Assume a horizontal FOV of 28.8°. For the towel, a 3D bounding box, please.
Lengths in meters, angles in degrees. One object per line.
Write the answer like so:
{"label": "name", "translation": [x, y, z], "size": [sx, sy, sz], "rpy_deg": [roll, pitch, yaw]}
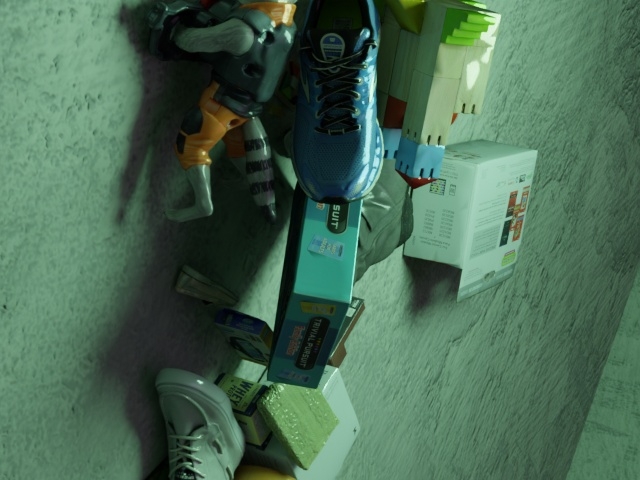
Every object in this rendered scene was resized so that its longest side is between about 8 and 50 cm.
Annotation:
{"label": "towel", "translation": [-0.033, 0.257, 1.843], "size": [0.110, 0.027, 0.148], "rpy_deg": [-52, 123, -34]}

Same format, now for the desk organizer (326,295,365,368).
{"label": "desk organizer", "translation": [0.031, 0.158, 2.122], "size": [0.130, 0.047, 0.050], "rpy_deg": [-58, 149, -32]}

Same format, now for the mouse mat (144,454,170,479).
{"label": "mouse mat", "translation": [-0.242, 0.402, 1.762], "size": [0.190, 0.007, 0.153], "rpy_deg": [-45, 139, -44]}

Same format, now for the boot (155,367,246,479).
{"label": "boot", "translation": [-0.173, 0.285, 1.730], "size": [0.258, 0.095, 0.123], "rpy_deg": [64, 35, -51]}

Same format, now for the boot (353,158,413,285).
{"label": "boot", "translation": [0.062, -0.073, 2.012], "size": [0.222, 0.118, 0.338], "rpy_deg": [-42, 134, -41]}

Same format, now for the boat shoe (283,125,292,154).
{"label": "boat shoe", "translation": [-0.024, -0.150, 1.896], "size": [0.046, 0.038, 0.125], "rpy_deg": [-39, 151, 17]}

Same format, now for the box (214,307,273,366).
{"label": "box", "translation": [-0.100, 0.145, 1.833], "size": [0.028, 0.081, 0.136], "rpy_deg": [-65, 149, -22]}

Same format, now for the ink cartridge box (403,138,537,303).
{"label": "ink cartridge box", "translation": [0.290, -0.045, 2.427], "size": [0.309, 0.130, 0.272], "rpy_deg": [-15, 116, -59]}

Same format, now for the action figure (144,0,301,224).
{"label": "action figure", "translation": [-0.081, -0.206, 1.630], "size": [0.341, 0.178, 0.330], "rpy_deg": [-21, 129, -57]}

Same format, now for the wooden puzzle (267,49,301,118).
{"label": "wooden puzzle", "translation": [-0.043, -0.233, 1.852], "size": [0.078, 0.014, 0.116], "rpy_deg": [30, 75, -62]}

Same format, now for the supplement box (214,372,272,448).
{"label": "supplement box", "translation": [-0.116, 0.252, 1.845], "size": [0.056, 0.083, 0.083], "rpy_deg": [-55, 146, -37]}

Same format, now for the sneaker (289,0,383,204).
{"label": "sneaker", "translation": [0.015, -0.205, 1.616], "size": [0.147, 0.129, 0.330], "rpy_deg": [65, 23, -70]}

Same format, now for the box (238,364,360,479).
{"label": "box", "translation": [-0.040, 0.306, 1.975], "size": [0.181, 0.119, 0.182], "rpy_deg": [-58, 147, -33]}

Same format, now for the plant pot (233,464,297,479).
{"label": "plant pot", "translation": [-0.101, 0.445, 1.849], "size": [0.205, 0.205, 0.188], "rpy_deg": [64, 36, -50]}

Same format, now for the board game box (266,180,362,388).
{"label": "board game box", "translation": [0.000, 0.000, 1.745], "size": [0.254, 0.079, 0.336], "rpy_deg": [108, -9, -57]}

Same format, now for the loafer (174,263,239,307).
{"label": "loafer", "translation": [-0.161, 0.071, 1.740], "size": [0.039, 0.045, 0.125], "rpy_deg": [-56, 143, -3]}

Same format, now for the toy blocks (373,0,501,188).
{"label": "toy blocks", "translation": [0.115, -0.236, 1.832], "size": [0.190, 0.381, 0.261], "rpy_deg": [0, 110, -31]}
